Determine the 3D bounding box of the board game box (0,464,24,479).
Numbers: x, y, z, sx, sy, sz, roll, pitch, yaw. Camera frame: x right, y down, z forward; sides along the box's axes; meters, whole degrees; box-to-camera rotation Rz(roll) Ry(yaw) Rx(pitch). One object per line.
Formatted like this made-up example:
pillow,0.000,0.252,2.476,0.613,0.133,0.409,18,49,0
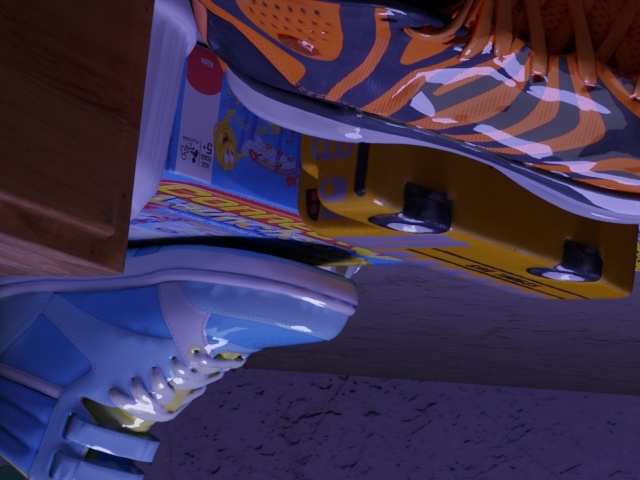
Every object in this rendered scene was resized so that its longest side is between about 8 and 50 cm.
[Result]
board game box,-0.297,-0.065,0.639,0.050,0.390,0.390,-40,151,16

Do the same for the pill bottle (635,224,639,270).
pill bottle,0.252,-0.011,1.433,0.065,0.065,0.116,7,170,-11

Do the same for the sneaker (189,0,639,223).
sneaker,0.089,-0.095,0.820,0.321,0.124,0.180,6,166,10

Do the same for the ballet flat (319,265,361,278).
ballet flat,0.000,0.000,1.602,0.091,0.077,0.241,3,170,12

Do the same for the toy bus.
toy bus,0.098,-0.039,1.239,0.130,0.108,0.333,-1,169,39

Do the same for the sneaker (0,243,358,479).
sneaker,-0.118,0.112,1.417,0.319,0.208,0.127,-1,167,34

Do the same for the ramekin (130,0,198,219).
ramekin,-0.204,-0.080,1.053,0.273,0.127,0.273,0,170,0

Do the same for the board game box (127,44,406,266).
board game box,-0.102,-0.048,1.350,0.302,0.086,0.308,-3,167,42

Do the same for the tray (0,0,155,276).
tray,-0.193,-0.123,0.626,0.076,0.202,0.411,0,169,29
